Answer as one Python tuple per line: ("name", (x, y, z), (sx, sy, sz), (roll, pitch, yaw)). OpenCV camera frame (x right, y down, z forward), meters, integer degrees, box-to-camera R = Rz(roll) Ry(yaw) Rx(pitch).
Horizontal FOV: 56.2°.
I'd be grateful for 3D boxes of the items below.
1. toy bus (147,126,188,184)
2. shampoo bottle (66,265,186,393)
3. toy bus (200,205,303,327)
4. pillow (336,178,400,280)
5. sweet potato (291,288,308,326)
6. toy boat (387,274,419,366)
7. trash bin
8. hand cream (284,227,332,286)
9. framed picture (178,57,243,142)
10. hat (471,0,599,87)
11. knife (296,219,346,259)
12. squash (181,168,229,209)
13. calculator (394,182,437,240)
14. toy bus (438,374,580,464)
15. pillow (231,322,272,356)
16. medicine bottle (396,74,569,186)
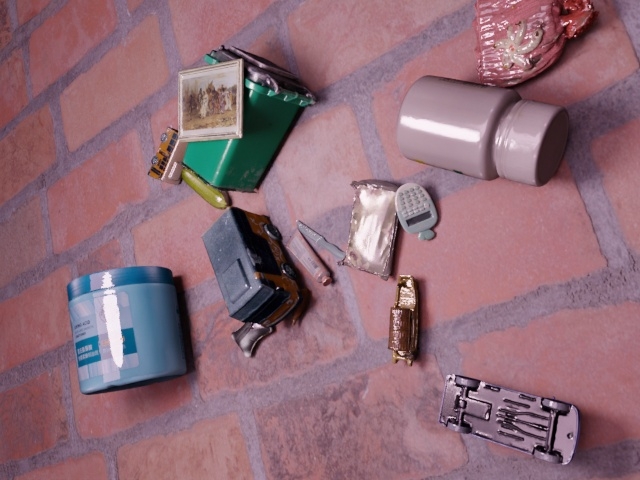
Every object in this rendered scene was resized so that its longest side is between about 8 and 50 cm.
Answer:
("toy bus", (-0.500, -0.280, 2.033), (0.103, 0.091, 0.182), (31, 101, 33))
("shampoo bottle", (-0.608, 0.288, 1.898), (0.331, 0.331, 0.343), (-20, 75, 31))
("toy bus", (-0.198, 0.072, 1.706), (0.162, 0.194, 0.323), (-42, 53, 23))
("pillow", (0.138, -0.034, 1.585), (0.169, 0.059, 0.255), (12, 94, 24))
("sweet potato", (-0.066, 0.190, 1.706), (0.049, 0.049, 0.117), (14, 89, 35))
("toy boat", (0.208, 0.198, 1.496), (0.068, 0.088, 0.226), (1, 86, 35))
("trash bin", (-0.221, -0.341, 1.765), (0.295, 0.259, 0.381), (37, 112, 31))
("hand cream", (-0.036, 0.052, 1.711), (0.067, 0.043, 0.210), (-54, 52, 19))
("framed picture", (-0.312, -0.384, 1.666), (0.274, 0.017, 0.217), (2, 94, 39))
("hat", (0.481, -0.483, 1.375), (0.286, 0.107, 0.237), (-4, 92, 39))
("knife", (0.000, 0.000, 1.704), (0.210, 0.015, 0.028), (34, 110, 33))
("squash", (-0.373, -0.174, 1.947), (0.239, 0.069, 0.069), (39, 106, 31))
("calculator", (0.242, -0.072, 1.512), (0.095, 0.021, 0.153), (-23, 95, 3))
("toy bus", (0.416, 0.383, 1.307), (0.292, 0.133, 0.125), (8, 84, 37))
("pillow", (-0.206, 0.274, 1.792), (0.091, 0.055, 0.136), (38, 112, -2))
("medicine bottle", (0.365, -0.248, 1.367), (0.339, 0.208, 0.208), (22, 97, 34))
